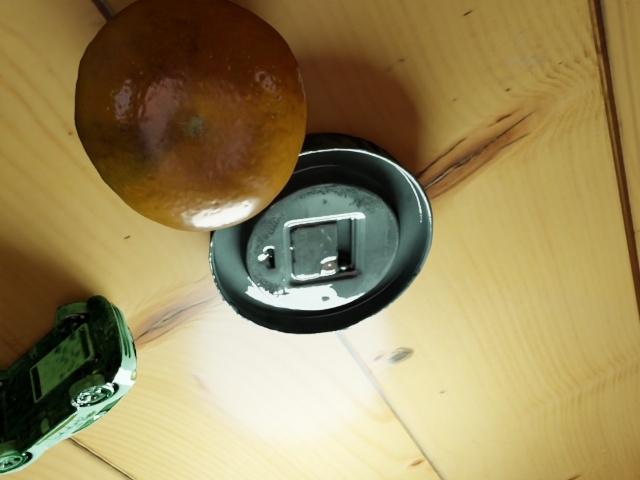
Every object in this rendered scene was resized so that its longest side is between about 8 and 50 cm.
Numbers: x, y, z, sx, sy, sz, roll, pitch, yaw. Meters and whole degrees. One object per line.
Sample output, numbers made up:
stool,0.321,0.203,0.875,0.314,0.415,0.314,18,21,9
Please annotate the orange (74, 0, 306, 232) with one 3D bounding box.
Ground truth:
orange,-0.130,-0.128,0.583,0.240,0.171,0.240,-11,118,-20

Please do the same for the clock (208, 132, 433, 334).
clock,0.001,0.001,0.780,0.313,0.061,0.312,-7,126,-10

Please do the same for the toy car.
toy car,-0.363,0.210,0.795,0.306,0.136,0.125,-40,146,15
